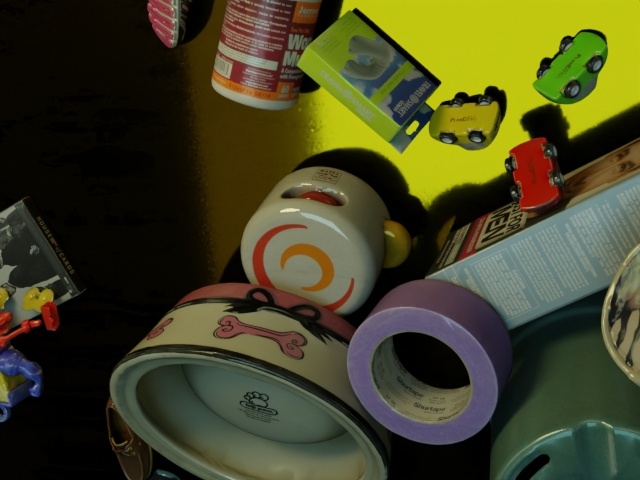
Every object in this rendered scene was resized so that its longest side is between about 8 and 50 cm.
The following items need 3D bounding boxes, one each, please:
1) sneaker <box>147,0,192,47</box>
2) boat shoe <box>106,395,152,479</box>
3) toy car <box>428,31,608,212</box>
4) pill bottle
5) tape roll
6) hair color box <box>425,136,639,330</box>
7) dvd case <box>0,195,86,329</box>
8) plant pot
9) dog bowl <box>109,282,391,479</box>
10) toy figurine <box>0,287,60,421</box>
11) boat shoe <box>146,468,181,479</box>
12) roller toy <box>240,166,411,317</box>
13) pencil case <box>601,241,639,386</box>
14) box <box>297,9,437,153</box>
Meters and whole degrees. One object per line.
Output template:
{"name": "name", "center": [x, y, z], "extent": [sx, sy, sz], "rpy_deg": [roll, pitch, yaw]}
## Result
{"name": "sneaker", "center": [-0.190, -0.343, 1.208], "extent": [0.063, 0.075, 0.170], "rpy_deg": [39, 141, 28]}
{"name": "boat shoe", "center": [-0.333, 0.339, 1.503], "extent": [0.064, 0.060, 0.178], "rpy_deg": [-1, 109, 18]}
{"name": "toy car", "center": [0.276, -0.160, 1.105], "extent": [0.225, 0.239, 0.053], "rpy_deg": [-47, 136, 5]}
{"name": "pill bottle", "center": [-0.064, -0.293, 1.154], "extent": [0.121, 0.121, 0.221], "rpy_deg": [20, 114, 10]}
{"name": "tape roll", "center": [0.133, 0.148, 1.079], "extent": [0.189, 0.080, 0.189], "rpy_deg": [11, 117, 23]}
{"name": "hair color box", "center": [0.330, -0.017, 1.098], "extent": [0.374, 0.185, 0.113], "rpy_deg": [-28, 98, 24]}
{"name": "dvd case", "center": [-0.528, 0.054, 1.476], "extent": [0.239, 0.029, 0.179], "rpy_deg": [-25, 101, 24]}
{"name": "plant pot", "center": [0.356, 0.257, 1.110], "extent": [0.341, 0.334, 0.341], "rpy_deg": [5, 111, 14]}
{"name": "dog bowl", "center": [-0.081, 0.220, 1.257], "extent": [0.408, 0.150, 0.408], "rpy_deg": [14, 142, 11]}
{"name": "toy figurine", "center": [-0.583, 0.214, 1.442], "extent": [0.363, 0.191, 0.217], "rpy_deg": [-1, 115, 19]}
{"name": "boat shoe", "center": [-0.299, 0.524, 1.545], "extent": [0.109, 0.089, 0.258], "rpy_deg": [6, 111, 15]}
{"name": "roller toy", "center": [0.000, 0.000, 1.228], "extent": [0.209, 0.146, 0.191], "rpy_deg": [-33, 105, 33]}
{"name": "pencil case", "center": [0.484, 0.089, 0.987], "extent": [0.160, 0.410, 0.183], "rpy_deg": [43, 112, 41]}
{"name": "box", "center": [0.070, -0.207, 1.150], "extent": [0.178, 0.109, 0.042], "rpy_deg": [41, 143, 0]}
